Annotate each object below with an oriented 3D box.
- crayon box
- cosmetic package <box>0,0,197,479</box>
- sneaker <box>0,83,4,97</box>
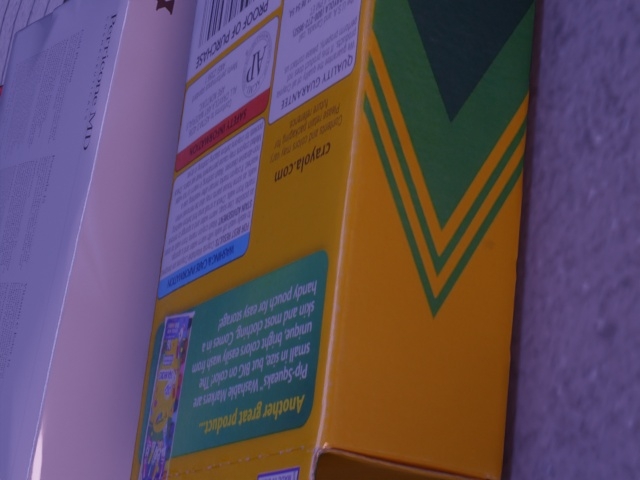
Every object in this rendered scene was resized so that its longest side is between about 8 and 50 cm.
[{"bbox_3d":[0.000,0.000,0.655,0.203,0.083,0.323,-25,54,60],"label":"crayon box"},{"bbox_3d":[-0.160,0.034,0.970,0.284,0.097,0.377,-4,74,67],"label":"cosmetic package"},{"bbox_3d":[-0.259,0.015,1.192,0.276,0.098,0.135,-69,23,12],"label":"sneaker"}]
